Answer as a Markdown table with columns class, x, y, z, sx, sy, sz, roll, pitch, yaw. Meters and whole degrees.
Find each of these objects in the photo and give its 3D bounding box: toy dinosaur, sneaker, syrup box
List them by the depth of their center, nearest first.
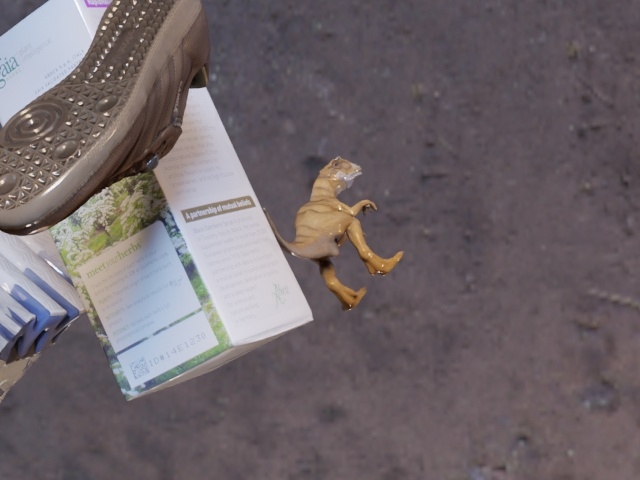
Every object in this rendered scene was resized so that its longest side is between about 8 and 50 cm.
| class | x | y | z | sx | sy | sz | roll | pitch | yaw |
| --- | --- | --- | --- | --- | --- | --- | --- | --- | --- |
| sneaker | -0.100 | -0.056 | 0.739 | 0.066 | 0.188 | 0.071 | 4 | 135 | 29 |
| syrup box | -0.109 | -0.033 | 0.896 | 0.093 | 0.237 | 0.096 | -29 | 173 | 31 |
| sneaker | -0.281 | 0.100 | 0.991 | 0.127 | 0.315 | 0.182 | 40 | 110 | 12 |
| toy dinosaur | 0.000 | 0.000 | 1.131 | 0.064 | 0.211 | 0.112 | -42 | 97 | 21 |
